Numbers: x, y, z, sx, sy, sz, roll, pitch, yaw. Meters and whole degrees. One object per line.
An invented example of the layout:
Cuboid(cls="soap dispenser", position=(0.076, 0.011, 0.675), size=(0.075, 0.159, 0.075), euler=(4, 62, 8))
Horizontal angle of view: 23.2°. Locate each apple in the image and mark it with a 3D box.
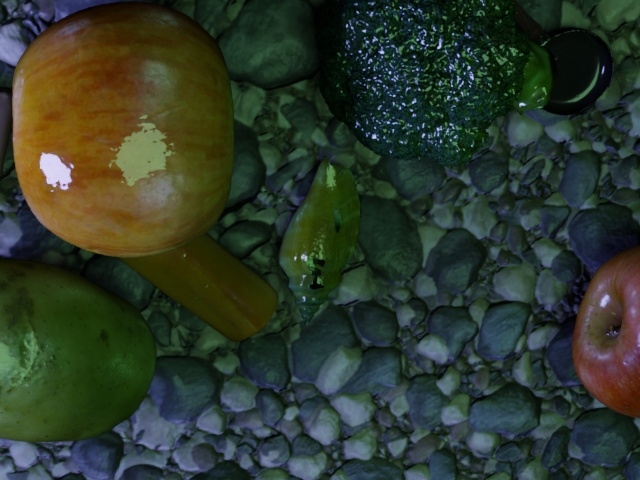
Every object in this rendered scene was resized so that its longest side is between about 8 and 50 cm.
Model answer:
Cuboid(cls="apple", position=(-0.214, -0.119, 1.690), size=(0.233, 0.286, 0.286), euler=(-2, 113, -9))
Cuboid(cls="apple", position=(0.463, 0.125, 2.020), size=(0.241, 0.242, 0.242), euler=(17, 107, -24))

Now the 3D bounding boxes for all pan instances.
Cuboid(cls="pan", position=(0.276, -0.237, 1.912), size=(0.115, 0.040, 0.212), euler=(-46, 124, 7))

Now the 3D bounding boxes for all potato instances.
Cuboid(cls="potato", position=(-0.341, 0.129, 1.791), size=(0.304, 0.216, 0.216), euler=(22, 104, -21))

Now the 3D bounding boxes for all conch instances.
Cuboid(cls="conch", position=(0.000, 0.003, 1.918), size=(0.095, 0.079, 0.201), euler=(20, 97, -43))

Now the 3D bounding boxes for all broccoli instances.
Cuboid(cls="broccoli", position=(0.131, -0.219, 1.769), size=(0.297, 0.297, 0.297), euler=(12, 111, -48))

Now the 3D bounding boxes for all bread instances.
Cuboid(cls="bread", position=(-0.148, 0.038, 1.883), size=(0.239, 0.074, 0.092), euler=(39, 92, -28))

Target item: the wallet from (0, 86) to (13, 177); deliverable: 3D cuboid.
Cuboid(cls="wallet", position=(-0.412, -0.106, 1.760), size=(0.118, 0.039, 0.153), euler=(6, 112, -22))
